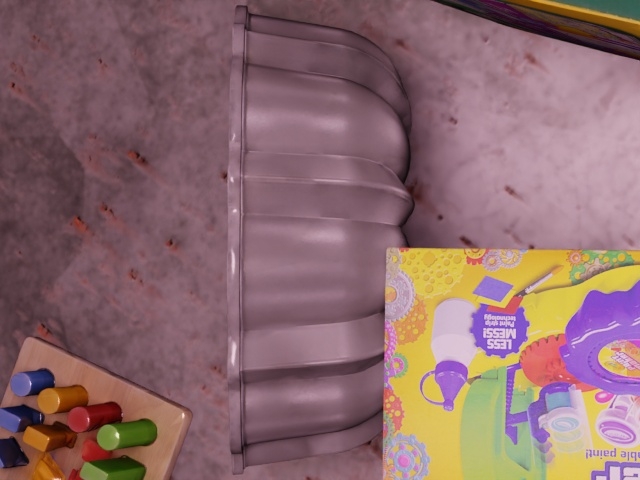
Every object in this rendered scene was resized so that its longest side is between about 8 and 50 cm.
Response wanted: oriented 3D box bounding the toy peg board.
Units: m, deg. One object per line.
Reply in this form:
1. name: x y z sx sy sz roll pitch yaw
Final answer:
1. toy peg board: -0.212 0.181 1.535 0.160 0.079 0.161 23 97 21

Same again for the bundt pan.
1. bundt pan: 0.000 0.000 1.344 0.124 0.331 0.331 0 89 -1

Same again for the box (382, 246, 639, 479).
1. box: 0.222 0.094 1.254 0.290 0.279 0.177 1 89 21

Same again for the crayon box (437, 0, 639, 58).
1. crayon box: 0.172 -0.180 1.206 0.313 0.363 0.106 20 97 33
